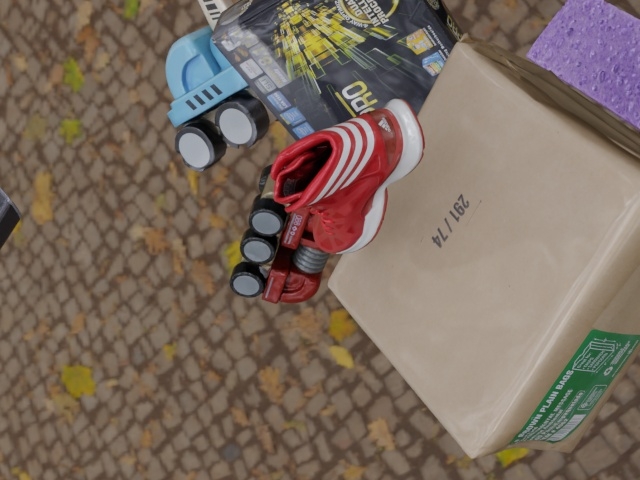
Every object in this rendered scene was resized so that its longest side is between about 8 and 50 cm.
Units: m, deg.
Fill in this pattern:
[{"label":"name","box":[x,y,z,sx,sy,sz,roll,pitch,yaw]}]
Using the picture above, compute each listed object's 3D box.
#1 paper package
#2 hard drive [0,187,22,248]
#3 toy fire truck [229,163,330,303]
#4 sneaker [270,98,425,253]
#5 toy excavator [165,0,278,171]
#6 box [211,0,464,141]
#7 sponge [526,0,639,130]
[{"label":"paper package","box":[0.201,0.009,0.992,0.309,0.168,0.325,50,120,43]},{"label":"hard drive","box":[-0.468,-0.034,1.133,0.255,0.054,0.172,31,88,30]},{"label":"toy fire truck","box":[0.000,0.000,1.556,0.246,0.158,0.217,17,131,-5]},{"label":"sneaker","box":[-0.001,-0.048,0.892,0.087,0.128,0.221,63,151,25]},{"label":"toy excavator","box":[-0.206,-0.427,2.024,0.433,0.222,0.445,-23,103,40]},{"label":"box","box":[0.073,-0.268,1.520,0.318,0.395,0.097,-22,35,29]},{"label":"sponge","box":[0.384,-0.237,1.256,0.210,0.031,0.117,43,102,32]}]
